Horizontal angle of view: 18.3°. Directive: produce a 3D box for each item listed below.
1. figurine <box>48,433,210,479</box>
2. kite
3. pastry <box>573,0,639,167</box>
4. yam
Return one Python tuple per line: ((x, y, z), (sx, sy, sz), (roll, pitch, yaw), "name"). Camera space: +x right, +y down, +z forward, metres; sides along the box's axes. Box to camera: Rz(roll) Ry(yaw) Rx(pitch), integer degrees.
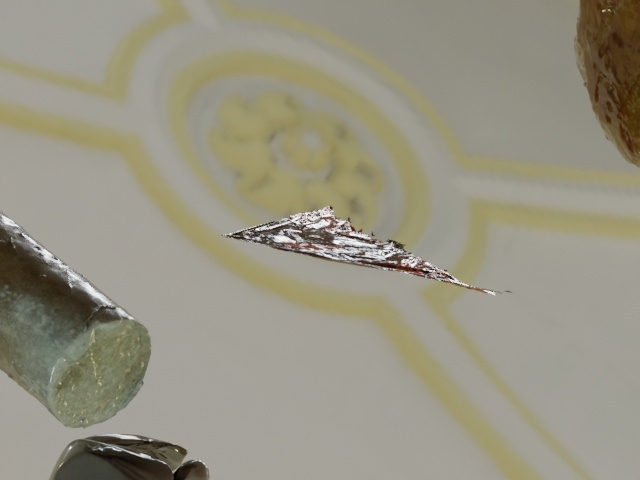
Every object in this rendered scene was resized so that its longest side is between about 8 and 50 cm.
((-0.098, 0.136, 1.011), (0.082, 0.094, 0.086), (62, -173, 33), "figurine")
((0.000, 0.001, 1.129), (0.125, 0.008, 0.222), (5, -170, -27), "kite")
((0.198, -0.107, 1.096), (0.081, 0.153, 0.153), (-18, -123, -17), "pastry")
((-0.235, 0.024, 1.387), (0.259, 0.093, 0.093), (36, -144, 26), "yam")
